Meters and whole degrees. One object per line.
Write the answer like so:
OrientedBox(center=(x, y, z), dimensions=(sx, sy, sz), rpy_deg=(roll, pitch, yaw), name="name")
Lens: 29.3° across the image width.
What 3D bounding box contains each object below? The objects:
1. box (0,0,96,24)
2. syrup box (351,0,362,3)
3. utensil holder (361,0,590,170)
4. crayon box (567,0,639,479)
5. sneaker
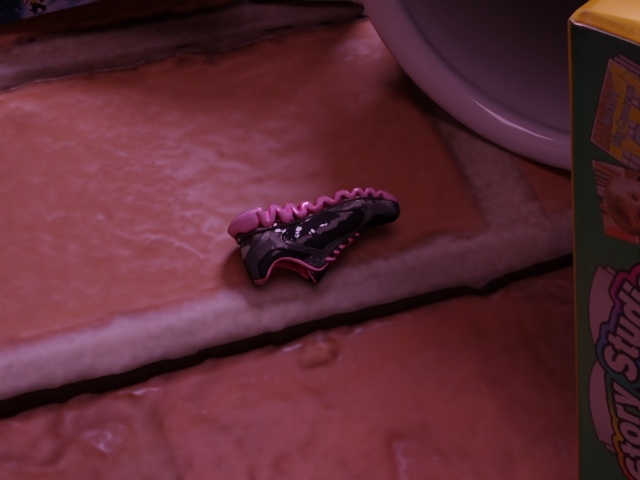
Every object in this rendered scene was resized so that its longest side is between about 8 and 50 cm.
OrientedBox(center=(-0.165, -0.253, 0.933), dimensions=(0.233, 0.044, 0.159), rpy_deg=(-11, 53, 12), name="box")
OrientedBox(center=(0.002, -0.296, 0.912), dimensions=(0.093, 0.237, 0.096), rpy_deg=(2, 53, -5), name="syrup box")
OrientedBox(center=(0.245, -0.292, 0.888), dimensions=(0.327, 0.328, 0.385), rpy_deg=(25, 53, 12), name="utensil holder")
OrientedBox(center=(0.266, -0.015, 0.648), dimensions=(0.313, 0.363, 0.106), rpy_deg=(-37, 45, -29), name="crayon box")
OrientedBox(center=(0.000, 0.000, 0.819), dimensions=(0.119, 0.047, 0.057), rpy_deg=(-13, 75, -13), name="sneaker")
